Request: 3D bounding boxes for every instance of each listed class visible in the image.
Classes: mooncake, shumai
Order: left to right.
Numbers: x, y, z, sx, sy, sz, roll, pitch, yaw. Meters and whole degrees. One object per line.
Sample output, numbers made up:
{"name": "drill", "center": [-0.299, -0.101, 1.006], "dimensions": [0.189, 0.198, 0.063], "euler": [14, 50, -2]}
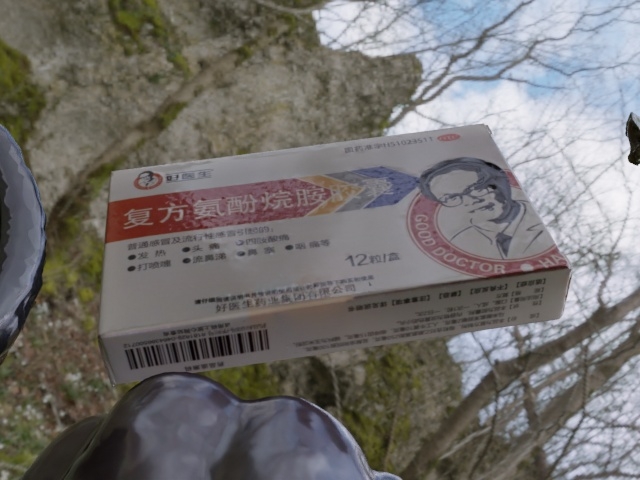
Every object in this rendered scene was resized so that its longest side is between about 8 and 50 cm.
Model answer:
{"name": "mooncake", "center": [-0.062, 0.226, 0.537], "dimensions": [0.305, 0.154, 0.306], "euler": [5, -53, 7]}
{"name": "shumai", "center": [0.344, -0.108, 0.834], "dimensions": [0.080, 0.083, 0.082], "euler": [34, -62, -10]}

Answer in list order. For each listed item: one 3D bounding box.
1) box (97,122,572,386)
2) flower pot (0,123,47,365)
{"name": "box", "center": [0.000, 0.000, 0.698], "dimensions": [0.214, 0.353, 0.069], "euler": [-103, -171, -51]}
{"name": "flower pot", "center": [-0.330, 0.046, 0.497], "dimensions": [0.267, 0.266, 0.267], "euler": [-48, -115, 40]}
